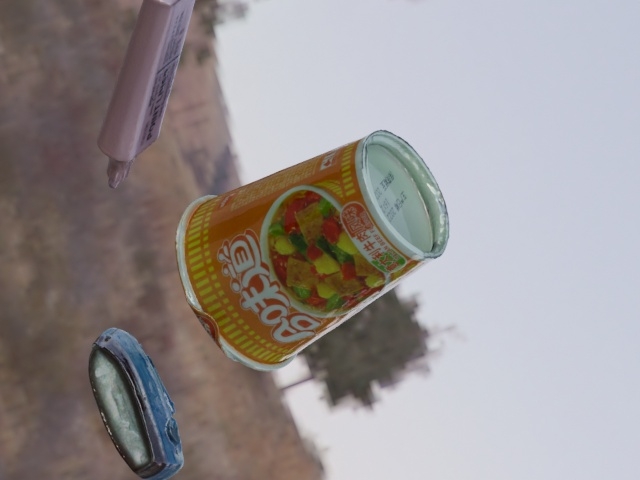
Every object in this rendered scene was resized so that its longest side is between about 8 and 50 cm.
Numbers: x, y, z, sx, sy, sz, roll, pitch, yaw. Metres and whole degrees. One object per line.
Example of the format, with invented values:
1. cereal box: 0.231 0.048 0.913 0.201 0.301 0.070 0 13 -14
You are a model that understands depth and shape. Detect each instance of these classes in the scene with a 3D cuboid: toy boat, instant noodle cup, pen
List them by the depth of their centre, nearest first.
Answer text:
1. pen: -0.125 -0.104 1.259 0.032 0.053 0.197 34 -43 9
2. instant noodle cup: 0.000 0.000 1.489 0.168 0.185 0.168 36 38 -36
3. toy boat: -0.152 0.134 1.500 0.137 0.060 0.061 62 23 14
